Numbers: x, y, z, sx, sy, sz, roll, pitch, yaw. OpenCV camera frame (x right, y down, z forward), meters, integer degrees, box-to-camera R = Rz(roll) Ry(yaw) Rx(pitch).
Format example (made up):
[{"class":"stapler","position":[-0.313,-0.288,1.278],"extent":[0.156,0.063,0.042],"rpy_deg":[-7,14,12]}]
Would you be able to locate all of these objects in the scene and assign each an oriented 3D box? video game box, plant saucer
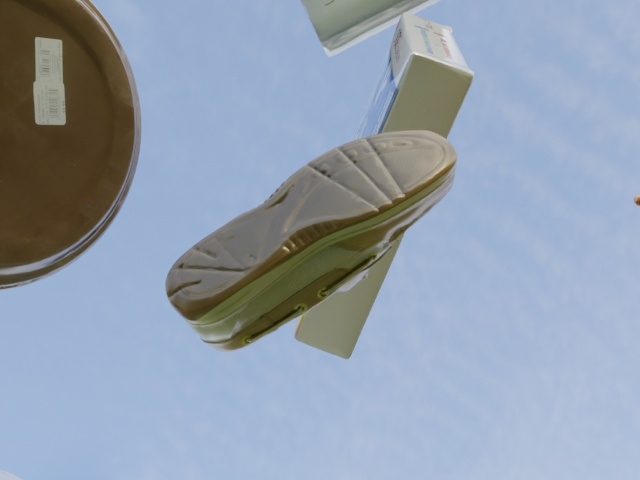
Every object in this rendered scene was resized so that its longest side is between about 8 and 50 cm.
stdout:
[{"class":"video game box","position":[0.041,-0.048,0.705],"extent":[0.048,0.187,0.205],"rpy_deg":[21,-71,-3]},{"class":"plant saucer","position":[-0.257,-0.098,0.785],"extent":[0.278,0.041,0.277],"rpy_deg":[0,-89,-39]}]

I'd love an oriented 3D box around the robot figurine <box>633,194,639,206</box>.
[{"class":"robot figurine","position":[0.231,-0.012,0.403],"extent":[0.219,0.128,0.158],"rpy_deg":[-14,-91,-30]}]

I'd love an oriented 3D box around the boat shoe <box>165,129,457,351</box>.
[{"class":"boat shoe","position":[0.000,0.000,0.429],"extent":[0.135,0.050,0.045],"rpy_deg":[-29,-44,-7]}]

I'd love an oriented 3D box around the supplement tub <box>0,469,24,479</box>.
[{"class":"supplement tub","position":[-0.215,0.208,0.445],"extent":[0.241,0.331,0.241],"rpy_deg":[1,-109,-1]}]

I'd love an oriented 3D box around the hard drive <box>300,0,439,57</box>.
[{"class":"hard drive","position":[0.117,-0.343,0.899],"extent":[0.353,0.047,0.233],"rpy_deg":[-26,-110,7]}]
